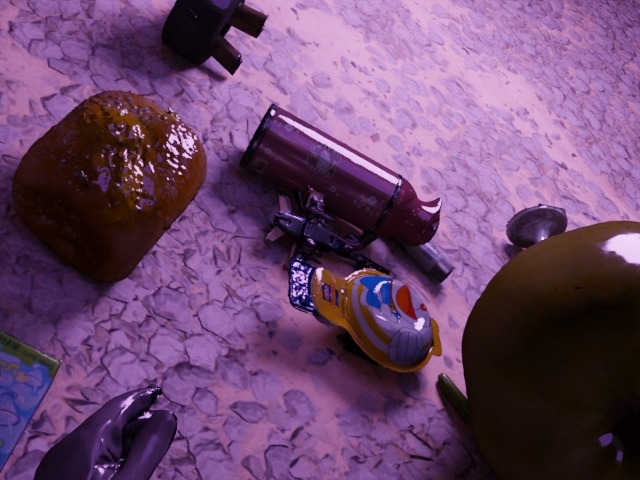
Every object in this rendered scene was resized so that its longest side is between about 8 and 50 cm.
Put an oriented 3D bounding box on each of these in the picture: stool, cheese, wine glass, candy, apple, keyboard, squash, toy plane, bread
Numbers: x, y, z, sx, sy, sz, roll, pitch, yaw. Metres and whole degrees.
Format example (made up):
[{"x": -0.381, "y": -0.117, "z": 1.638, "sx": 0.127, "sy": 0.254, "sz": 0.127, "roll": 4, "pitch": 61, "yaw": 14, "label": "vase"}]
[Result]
[{"x": -0.166, "y": -0.376, "z": 1.497, "sx": 0.139, "sy": 0.153, "sz": 0.228, "roll": 34, "pitch": 40, "yaw": -7, "label": "stool"}, {"x": 0.068, "y": 0.104, "z": 1.285, "sx": 0.270, "sy": 0.069, "sz": 0.177, "roll": 22, "pitch": 44, "yaw": -24, "label": "cheese"}, {"x": 0.408, "y": 0.059, "z": 1.567, "sx": 0.126, "sy": 0.126, "sz": 0.241, "roll": 19, "pitch": 43, "yaw": -23, "label": "wine glass"}, {"x": -0.353, "y": 0.186, "z": 0.914, "sx": 0.097, "sy": 0.062, "sz": 0.194, "roll": 31, "pitch": 42, "yaw": -12, "label": "candy"}, {"x": 0.405, "y": 0.194, "z": 1.172, "sx": 0.474, "sy": 0.473, "sz": 0.473, "roll": 21, "pitch": 44, "yaw": -21, "label": "apple"}, {"x": 0.072, "y": 0.102, "z": 1.356, "sx": 0.064, "sy": 0.010, "sz": 0.198, "roll": 29, "pitch": 42, "yaw": -16, "label": "keyboard"}, {"x": 0.202, "y": 0.235, "z": 1.325, "sx": 0.027, "sy": 0.027, "sz": 0.089, "roll": -17, "pitch": 64, "yaw": -45, "label": "squash"}, {"x": 0.005, "y": -0.001, "z": 1.352, "sx": 0.188, "sy": 0.062, "sz": 0.135, "roll": 24, "pitch": 74, "yaw": -17, "label": "toy plane"}, {"x": -0.257, "y": -0.093, "z": 1.153, "sx": 0.195, "sy": 0.176, "sz": 0.246, "roll": 37, "pitch": 40, "yaw": -7, "label": "bread"}]

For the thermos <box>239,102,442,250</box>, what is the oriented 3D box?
[{"x": 0.038, "y": -0.080, "z": 1.406, "sx": 0.330, "sy": 0.109, "sz": 0.136, "roll": 28, "pitch": 51, "yaw": -9, "label": "thermos"}]

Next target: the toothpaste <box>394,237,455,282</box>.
[{"x": 0.129, "y": -0.025, "z": 1.495, "sx": 0.239, "sy": 0.039, "sz": 0.062, "roll": 46, "pitch": 43, "yaw": 10, "label": "toothpaste"}]

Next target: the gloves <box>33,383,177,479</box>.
[{"x": -0.229, "y": 0.253, "z": 0.900, "sx": 0.119, "sy": 0.142, "sz": 0.285, "roll": 60, "pitch": 34, "yaw": -20, "label": "gloves"}]
